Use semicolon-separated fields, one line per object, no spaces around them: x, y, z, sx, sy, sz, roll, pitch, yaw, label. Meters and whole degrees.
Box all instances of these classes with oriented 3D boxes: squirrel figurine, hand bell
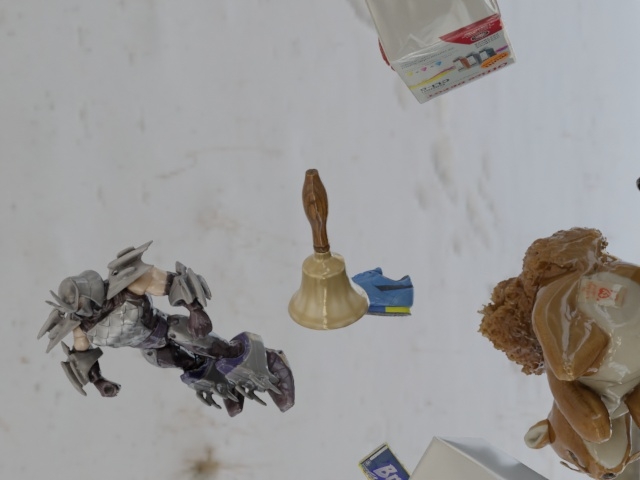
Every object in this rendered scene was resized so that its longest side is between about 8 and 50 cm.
0.442;0.195;2.145;0.397;0.281;0.370;-120;-162;-44;squirrel figurine
0.000;0.000;1.894;0.126;0.126;0.242;-57;147;-50;hand bell

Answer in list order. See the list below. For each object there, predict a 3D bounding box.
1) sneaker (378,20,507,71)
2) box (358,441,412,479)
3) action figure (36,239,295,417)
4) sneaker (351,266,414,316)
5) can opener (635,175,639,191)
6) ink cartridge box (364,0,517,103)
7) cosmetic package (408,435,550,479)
0.199;-0.320;2.069;0.092;0.225;0.088;-48;132;-51;sneaker
0.130;0.395;1.978;0.169;0.059;0.054;52;-2;6;box
-0.156;0.098;1.284;0.285;0.185;0.099;30;44;-41;action figure
0.061;0.086;2.200;0.069;0.209;0.082;156;-63;-73;sneaker
0.517;-0.104;1.963;0.059;0.073;0.186;63;15;12;can opener
0.129;-0.247;1.397;0.176;0.128;0.127;27;41;-73;ink cartridge box
0.168;0.367;1.568;0.224;0.138;0.224;-59;157;3;cosmetic package
